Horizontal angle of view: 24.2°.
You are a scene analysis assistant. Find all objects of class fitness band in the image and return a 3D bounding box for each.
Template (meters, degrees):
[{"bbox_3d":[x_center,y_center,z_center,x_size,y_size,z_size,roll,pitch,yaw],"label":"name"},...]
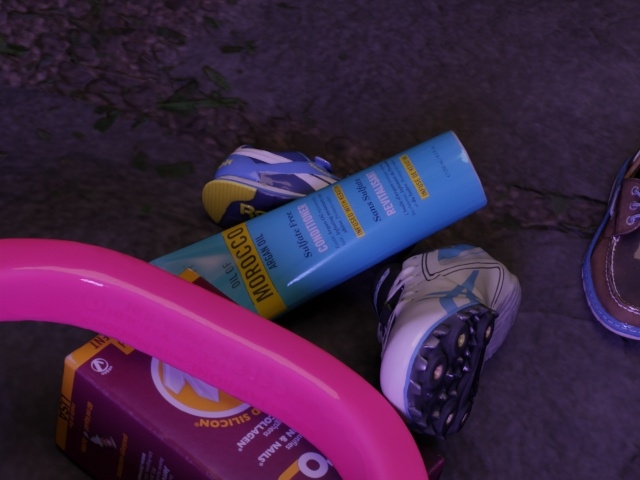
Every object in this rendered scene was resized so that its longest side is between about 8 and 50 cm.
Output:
[{"bbox_3d":[-0.087,0.102,0.713,0.291,0.054,0.209,26,39,7],"label":"fitness band"}]

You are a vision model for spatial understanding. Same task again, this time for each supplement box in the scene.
[{"bbox_3d":[-0.042,0.115,0.818,0.188,0.081,0.104,35,48,19],"label":"supplement box"}]

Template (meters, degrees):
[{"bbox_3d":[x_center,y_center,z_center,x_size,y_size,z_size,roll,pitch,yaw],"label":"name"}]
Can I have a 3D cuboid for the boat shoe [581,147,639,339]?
[{"bbox_3d":[0.221,-0.013,1.020,0.066,0.066,0.183,16,45,1],"label":"boat shoe"}]

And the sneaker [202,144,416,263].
[{"bbox_3d":[-0.003,-0.028,0.989,0.144,0.053,0.059,17,43,1],"label":"sneaker"}]

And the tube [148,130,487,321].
[{"bbox_3d":[0.000,0.000,0.925,0.207,0.052,0.080,-27,56,0],"label":"tube"}]

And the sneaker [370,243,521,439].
[{"bbox_3d":[0.060,0.051,0.859,0.086,0.085,0.237,19,12,10],"label":"sneaker"}]
